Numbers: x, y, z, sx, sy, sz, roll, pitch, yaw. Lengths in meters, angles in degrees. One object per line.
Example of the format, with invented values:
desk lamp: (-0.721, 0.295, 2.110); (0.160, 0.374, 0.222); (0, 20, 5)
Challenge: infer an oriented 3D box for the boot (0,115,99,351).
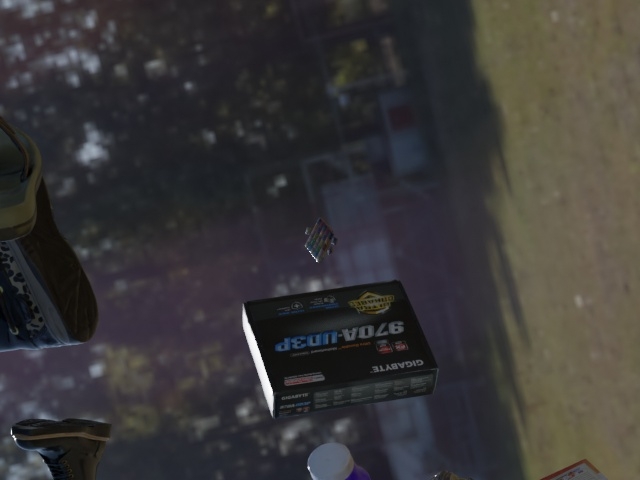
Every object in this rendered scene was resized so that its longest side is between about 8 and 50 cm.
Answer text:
boot: (-0.512, 0.011, 2.260); (0.377, 0.284, 0.138); (64, -154, -15)

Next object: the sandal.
sandal: (-0.323, -0.078, 1.497); (0.303, 0.120, 0.086); (-132, 31, -65)

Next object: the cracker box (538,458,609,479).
cracker box: (0.402, 0.443, 2.396); (0.232, 0.155, 0.067); (-135, 28, -57)

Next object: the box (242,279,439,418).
box: (0.023, 0.139, 2.050); (0.175, 0.220, 0.051); (-111, 19, -46)

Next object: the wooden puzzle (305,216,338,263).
wooden puzzle: (0.000, 0.000, 2.252); (0.049, 0.006, 0.083); (-63, 35, 19)

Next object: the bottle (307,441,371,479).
bottle: (0.051, 0.421, 2.397); (0.118, 0.092, 0.283); (48, 164, 49)

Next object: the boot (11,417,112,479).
boot: (-0.359, 0.318, 2.181); (0.198, 0.076, 0.137); (13, -95, -60)

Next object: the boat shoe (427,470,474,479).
boat shoe: (0.205, 0.508, 2.238); (0.132, 0.130, 0.355); (141, 136, -70)
